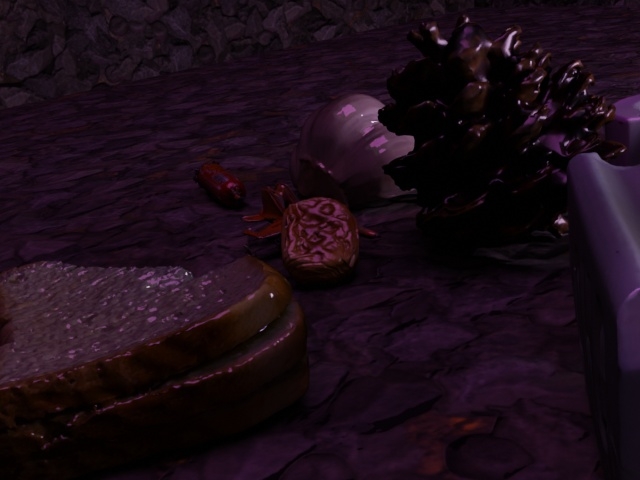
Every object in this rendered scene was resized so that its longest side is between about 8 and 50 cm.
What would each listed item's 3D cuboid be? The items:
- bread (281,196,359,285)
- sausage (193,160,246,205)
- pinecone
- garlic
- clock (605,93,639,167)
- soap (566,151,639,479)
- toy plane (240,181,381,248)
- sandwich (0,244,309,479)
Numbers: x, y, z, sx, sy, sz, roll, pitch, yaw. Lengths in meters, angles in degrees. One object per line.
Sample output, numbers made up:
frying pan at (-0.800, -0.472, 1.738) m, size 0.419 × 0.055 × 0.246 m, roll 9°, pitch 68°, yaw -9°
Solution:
bread at (0.000, 0.000, 0.962) m, size 0.083 × 0.044 × 0.110 m, roll -5°, pitch 47°, yaw 1°
sausage at (-0.140, -0.078, 1.294) m, size 0.050 × 0.048 × 0.145 m, roll 26°, pitch 5°, yaw -27°
pinecone at (0.174, -0.105, 0.965) m, size 0.257 × 0.243 × 0.243 m, roll 32°, pitch 30°, yaw 10°
garlic at (0.051, -0.130, 1.230) m, size 0.178 × 0.143 × 0.229 m, roll -24°, pitch 16°, yaw -35°
clock at (0.515, -0.137, 1.116) m, size 0.338 × 0.102 × 0.338 m, roll -7°, pitch 18°, yaw 2°
soap at (0.211, 0.058, 0.557) m, size 0.095 × 0.173 × 0.289 m, roll -4°, pitch 19°, yaw 11°
toy plane at (-0.005, -0.014, 1.051) m, size 0.188 × 0.062 × 0.135 m, roll 25°, pitch 35°, yaw 35°
sandwich at (-0.156, 0.078, 0.761) m, size 0.254 × 0.099 × 0.288 m, roll -20°, pitch 21°, yaw -14°
